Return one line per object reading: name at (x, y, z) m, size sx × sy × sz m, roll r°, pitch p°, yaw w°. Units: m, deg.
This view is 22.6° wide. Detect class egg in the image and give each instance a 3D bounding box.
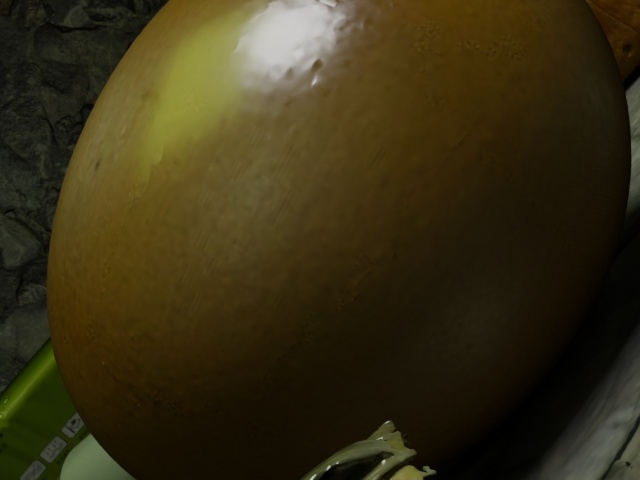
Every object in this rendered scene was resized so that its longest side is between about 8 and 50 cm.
egg at (0.008, -0.013, 0.856) m, size 0.351 × 0.282 × 0.282 m, roll -52°, pitch 8°, yaw 0°

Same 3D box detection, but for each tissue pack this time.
tissue pack at (-0.274, 0.192, 1.852) m, size 0.275 × 0.167 × 0.200 m, roll -49°, pitch 8°, yaw 13°

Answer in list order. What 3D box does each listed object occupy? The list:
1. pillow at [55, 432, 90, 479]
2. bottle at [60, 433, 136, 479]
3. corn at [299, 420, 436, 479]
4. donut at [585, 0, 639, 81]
pillow at (-0.235, 0.265, 1.565) m, size 0.302 × 0.075 × 0.185 m, roll -57°, pitch -9°, yaw -37°
bottle at (-0.138, 0.182, 1.397) m, size 0.245 × 0.104 × 0.104 m, roll -40°, pitch 13°, yaw 50°
corn at (-0.033, 0.214, 0.622) m, size 0.305 × 0.123 × 0.122 m, roll -51°, pitch 6°, yaw -9°
donut at (0.184, -0.174, 1.221) m, size 0.226 × 0.114 × 0.226 m, roll -48°, pitch 8°, yaw 9°
